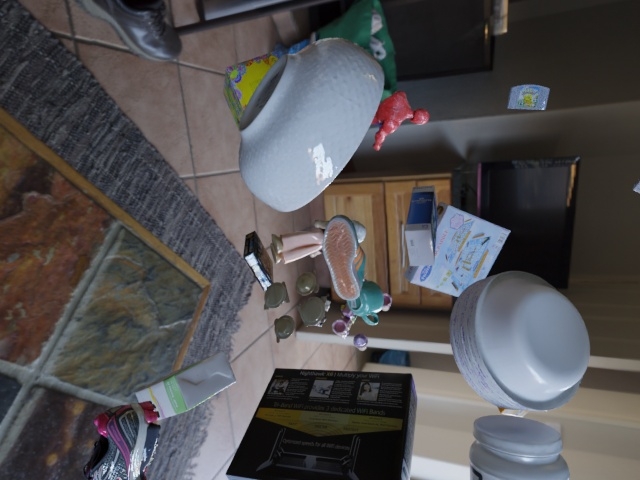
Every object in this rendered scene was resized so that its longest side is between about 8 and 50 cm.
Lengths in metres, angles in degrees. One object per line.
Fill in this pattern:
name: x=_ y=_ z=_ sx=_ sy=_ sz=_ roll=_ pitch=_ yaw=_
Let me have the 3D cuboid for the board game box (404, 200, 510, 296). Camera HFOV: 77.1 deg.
board game box: x=0.523 y=0.050 z=1.538 sx=0.319 sy=0.317 sz=0.066 roll=-66 pitch=-157 yaw=12

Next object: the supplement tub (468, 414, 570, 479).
supplement tub: x=0.410 y=0.531 z=0.834 sx=0.191 sy=0.191 sz=0.272 roll=14 pitch=75 yaw=-68

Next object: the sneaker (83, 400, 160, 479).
sneaker: x=-0.416 y=0.475 z=0.805 sx=0.112 sy=0.120 sz=0.299 roll=11 pitch=86 yaw=-44

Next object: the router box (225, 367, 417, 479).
router box: x=0.015 y=0.364 z=0.757 sx=0.243 sy=0.308 sz=0.081 roll=-61 pitch=140 yaw=-53

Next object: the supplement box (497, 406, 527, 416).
supplement box: x=0.647 y=0.550 z=1.336 sx=0.036 sy=0.098 sz=0.062 roll=-103 pitch=-146 yaw=-55

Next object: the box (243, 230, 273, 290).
box: x=-0.256 y=0.079 z=1.676 sx=0.220 sy=0.051 sz=0.175 roll=-107 pitch=173 yaw=-64

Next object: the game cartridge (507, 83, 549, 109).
game cartridge: x=0.488 y=-0.338 z=0.944 sx=0.017 sy=0.083 sz=0.056 roll=-38 pitch=133 yaw=-59

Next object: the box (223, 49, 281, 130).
box: x=-0.180 y=-0.410 z=1.319 sx=0.290 sy=0.177 sz=0.279 roll=68 pitch=-12 yaw=-12

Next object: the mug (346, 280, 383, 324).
mug: x=0.170 y=0.232 z=1.531 sx=0.097 sy=0.158 sz=0.130 roll=-5 pitch=130 yaw=-41

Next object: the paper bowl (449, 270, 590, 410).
paper bowl: x=0.428 y=0.203 z=0.836 sx=0.148 sy=0.284 sz=0.284 roll=138 pitch=-34 yaw=-63

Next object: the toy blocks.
toy blocks: x=0.129 y=0.300 z=1.816 sx=0.289 sy=0.308 sz=0.260 roll=-56 pitch=158 yaw=-16

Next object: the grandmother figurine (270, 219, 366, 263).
grandmother figurine: x=0.000 y=0.000 z=1.411 sx=0.208 sy=0.342 sz=0.104 roll=117 pitch=-43 yaw=-63

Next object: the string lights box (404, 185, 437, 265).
string lights box: x=0.324 y=-0.053 z=1.276 sx=0.260 sy=0.076 sz=0.133 roll=-66 pitch=147 yaw=-49

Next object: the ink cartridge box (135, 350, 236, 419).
ink cartridge box: x=-0.479 y=0.506 z=1.371 sx=0.207 sy=0.353 sz=0.119 roll=-17 pitch=79 yaw=-53

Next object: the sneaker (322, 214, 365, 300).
sneaker: x=0.079 y=0.037 z=1.247 sx=0.121 sy=0.108 sz=0.302 roll=-65 pitch=152 yaw=-51

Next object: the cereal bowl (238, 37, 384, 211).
cereal bowl: x=-0.051 y=-0.229 z=0.742 sx=0.141 sy=0.339 sz=0.339 roll=29 pitch=59 yaw=-27

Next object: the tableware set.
tableware set: x=-0.060 y=0.144 z=0.914 sx=0.020 sy=0.168 sz=0.141 roll=38 pitch=33 yaw=-51

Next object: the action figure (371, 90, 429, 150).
action figure: x=0.091 y=-0.240 z=0.809 sx=0.139 sy=0.280 sz=0.092 roll=29 pitch=78 yaw=-56

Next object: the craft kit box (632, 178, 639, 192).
craft kit box: x=0.722 y=-0.132 z=0.653 sx=0.061 sy=0.249 sz=0.247 roll=-27 pitch=143 yaw=-43
